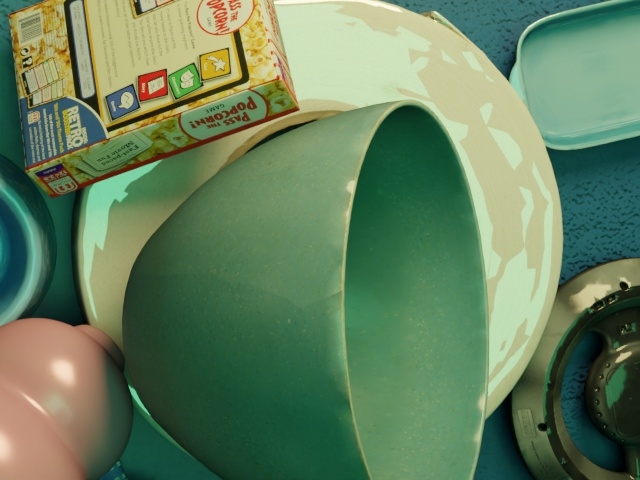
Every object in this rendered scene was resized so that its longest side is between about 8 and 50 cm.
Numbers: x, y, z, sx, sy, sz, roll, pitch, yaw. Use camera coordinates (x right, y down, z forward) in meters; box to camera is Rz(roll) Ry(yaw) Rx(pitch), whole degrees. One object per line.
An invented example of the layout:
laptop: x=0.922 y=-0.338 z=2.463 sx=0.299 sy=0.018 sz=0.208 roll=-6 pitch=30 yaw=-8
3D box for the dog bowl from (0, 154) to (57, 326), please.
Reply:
dog bowl: x=-0.325 y=0.054 z=1.086 sx=0.297 sy=0.074 sz=0.166 roll=-43 pitch=103 yaw=-7

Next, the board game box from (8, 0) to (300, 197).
board game box: x=-0.123 y=-0.129 z=1.064 sx=0.193 sy=0.045 sz=0.147 roll=-18 pitch=59 yaw=10

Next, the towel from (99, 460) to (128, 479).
towel: x=-0.219 y=0.355 z=1.153 sx=0.243 sy=0.040 sz=0.336 roll=-20 pitch=98 yaw=-13

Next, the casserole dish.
casserole dish: x=0.239 y=-0.141 z=1.233 sx=0.188 sy=0.037 sz=0.114 roll=-14 pitch=98 yaw=-12

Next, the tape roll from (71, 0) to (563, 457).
tape roll: x=0.000 y=0.000 z=1.165 sx=0.392 sy=0.072 sz=0.392 roll=-1 pitch=94 yaw=-14

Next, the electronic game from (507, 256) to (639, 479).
electronic game: x=0.266 y=0.128 z=1.253 sx=0.229 sy=0.048 sz=0.229 roll=-1 pitch=94 yaw=-16

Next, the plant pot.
plant pot: x=-0.018 y=0.056 z=1.012 sx=0.195 sy=0.290 sz=0.290 roll=-3 pitch=96 yaw=23

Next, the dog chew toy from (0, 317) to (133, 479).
dog chew toy: x=-0.254 y=0.182 z=0.997 sx=0.206 sy=0.206 sz=0.332 roll=49 pitch=59 yaw=-12
